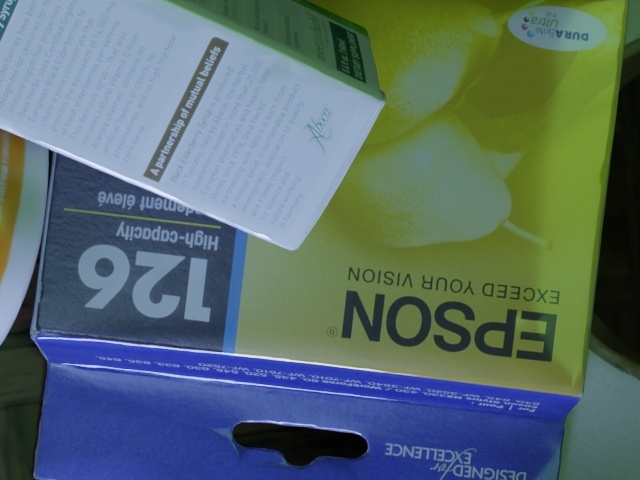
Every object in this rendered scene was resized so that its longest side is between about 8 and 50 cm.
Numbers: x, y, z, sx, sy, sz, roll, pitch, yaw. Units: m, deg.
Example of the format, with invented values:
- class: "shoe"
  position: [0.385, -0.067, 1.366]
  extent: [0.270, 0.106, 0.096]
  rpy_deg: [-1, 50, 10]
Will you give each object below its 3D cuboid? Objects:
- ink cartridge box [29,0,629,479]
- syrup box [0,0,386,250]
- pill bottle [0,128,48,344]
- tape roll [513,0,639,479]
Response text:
- class: "ink cartridge box"
  position: [0.000, 0.000, 0.876]
  extent: [0.304, 0.072, 0.307]
  rpy_deg: [6, 88, 1]
- class: "syrup box"
  position: [-0.097, -0.095, 0.759]
  extent: [0.237, 0.093, 0.096]
  rpy_deg: [24, 113, -15]
- class: "pill bottle"
  position: [-0.281, -0.031, 0.759]
  extent: [0.272, 0.152, 0.152]
  rpy_deg: [11, 88, -25]
- class: "tape roll"
  position: [0.224, -0.017, 0.909]
  extent: [0.072, 0.392, 0.392]
  rpy_deg: [4, 91, -69]
